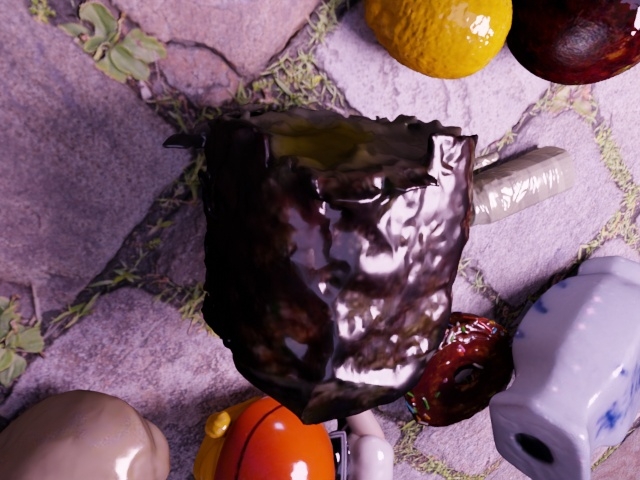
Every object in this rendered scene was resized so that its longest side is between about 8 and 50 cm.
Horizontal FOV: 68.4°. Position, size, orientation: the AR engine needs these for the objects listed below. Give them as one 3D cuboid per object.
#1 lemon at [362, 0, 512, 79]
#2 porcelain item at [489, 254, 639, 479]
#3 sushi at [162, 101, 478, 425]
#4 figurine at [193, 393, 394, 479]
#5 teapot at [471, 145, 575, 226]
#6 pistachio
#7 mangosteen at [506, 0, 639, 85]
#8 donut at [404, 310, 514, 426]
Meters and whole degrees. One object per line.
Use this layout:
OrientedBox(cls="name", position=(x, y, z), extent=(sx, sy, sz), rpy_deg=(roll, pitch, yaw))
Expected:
OrientedBox(cls="lemon", position=(0.141, -0.272, 0.568), extent=(0.187, 0.142, 0.142), rpy_deg=(13, 108, -8))
OrientedBox(cls="porcelain item", position=(0.449, 0.204, 0.814), extent=(0.405, 0.178, 0.243), rpy_deg=(-40, 125, -33))
OrientedBox(cls="sushi", position=(0.001, -0.002, 0.551), extent=(0.281, 0.299, 0.294), rpy_deg=(-19, 123, -38))
OrientedBox(cls="figurine", position=(-0.047, 0.341, 0.705), extent=(0.323, 0.196, 0.320), rpy_deg=(6, 80, -37))
OrientedBox(cls="teapot", position=(0.292, -0.095, 0.742), extent=(0.200, 0.077, 0.107), rpy_deg=(-23, 115, -11))
OrientedBox(cls="pistachio", position=(-0.350, 0.332, 0.617), extent=(0.331, 0.208, 0.226), rpy_deg=(-36, 77, 13))
OrientedBox(cls="mangosteen", position=(0.300, -0.330, 0.580), extent=(0.289, 0.231, 0.231), rpy_deg=(28, 102, 2))
OrientedBox(cls="donut", position=(0.243, 0.228, 0.858), extent=(0.235, 0.089, 0.235), rpy_deg=(-8, 116, -17))
